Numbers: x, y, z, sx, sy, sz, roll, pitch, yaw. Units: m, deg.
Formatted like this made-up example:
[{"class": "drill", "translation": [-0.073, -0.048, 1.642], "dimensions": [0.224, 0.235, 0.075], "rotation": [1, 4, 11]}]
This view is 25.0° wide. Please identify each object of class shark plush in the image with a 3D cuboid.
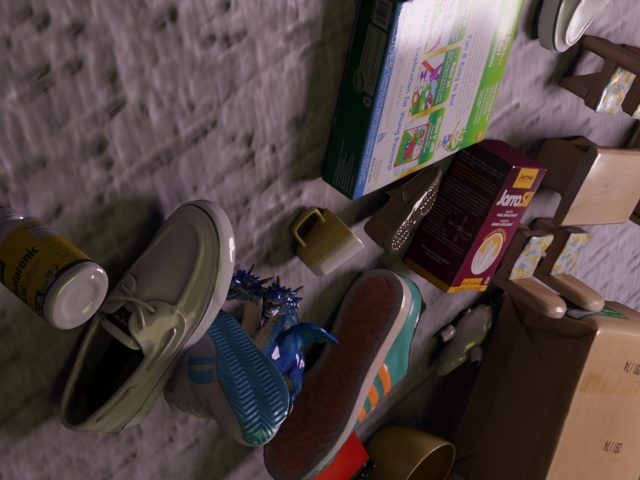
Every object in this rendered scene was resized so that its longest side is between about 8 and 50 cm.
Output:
[{"class": "shark plush", "translation": [0.214, 0.125, 2.108], "dimensions": [0.067, 0.073, 0.161], "rotation": [110, 6, -64]}]

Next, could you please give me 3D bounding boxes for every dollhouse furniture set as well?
[{"class": "dollhouse furniture set", "translation": [0.475, -0.060, 2.055], "dimensions": [0.394, 0.256, 0.362], "rotation": [-3, 122, -55]}]

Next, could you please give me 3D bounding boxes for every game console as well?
[{"class": "game console", "translation": [-0.003, 0.335, 2.016], "dimensions": [0.144, 0.085, 0.124], "rotation": [-41, 179, -23]}]

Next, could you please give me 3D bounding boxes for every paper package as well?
[{"class": "paper package", "translation": [0.381, 0.245, 2.197], "dimensions": [0.325, 0.168, 0.309], "rotation": [8, 102, -51]}]

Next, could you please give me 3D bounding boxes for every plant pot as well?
[{"class": "plant pot", "translation": [0.118, 0.323, 2.095], "dimensions": [0.134, 0.095, 0.134], "rotation": [-36, 145, -30]}]

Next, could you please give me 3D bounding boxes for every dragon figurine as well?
[{"class": "dragon figurine", "translation": [-0.040, 0.116, 1.656], "dimensions": [0.144, 0.085, 0.289], "rotation": [-56, 151, 3]}]

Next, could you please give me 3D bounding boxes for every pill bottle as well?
[{"class": "pill bottle", "translation": [-0.241, 0.020, 1.228], "dimensions": [0.065, 0.116, 0.065], "rotation": [-36, 145, -30]}]

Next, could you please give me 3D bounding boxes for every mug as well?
[{"class": "mug", "translation": [0.001, 0.001, 1.642], "dimensions": [0.064, 0.078, 0.062], "rotation": [-45, -177, 0]}]

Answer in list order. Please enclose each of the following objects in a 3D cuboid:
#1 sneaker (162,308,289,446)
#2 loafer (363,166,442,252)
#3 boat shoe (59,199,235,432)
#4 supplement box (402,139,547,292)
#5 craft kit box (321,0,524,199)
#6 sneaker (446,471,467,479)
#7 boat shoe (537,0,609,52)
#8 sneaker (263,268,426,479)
[{"class": "sneaker", "translation": [-0.103, 0.148, 1.462], "dimensions": [0.087, 0.228, 0.092], "rotation": [20, 107, -30]}, {"class": "loafer", "translation": [0.101, -0.046, 1.736], "dimensions": [0.148, 0.050, 0.056], "rotation": [-50, 158, -42]}, {"class": "boat shoe", "translation": [-0.177, 0.078, 1.416], "dimensions": [0.267, 0.096, 0.088], "rotation": [-56, 157, 20]}, {"class": "supplement box", "translation": [0.199, -0.032, 1.859], "dimensions": [0.104, 0.081, 0.188], "rotation": [0, 121, -55]}, {"class": "craft kit box", "translation": [0.121, -0.192, 1.606], "dimensions": [0.247, 0.061, 0.249], "rotation": [-22, 138, -40]}, {"class": "sneaker", "translation": [0.250, 0.397, 2.340], "dimensions": [0.321, 0.127, 0.126], "rotation": [7, 114, -60]}, {"class": "boat shoe", "translation": [0.353, -0.339, 1.759], "dimensions": [0.095, 0.084, 0.258], "rotation": [-4, 124, -55]}, {"class": "sneaker", "translation": [0.043, 0.183, 1.826], "dimensions": [0.302, 0.108, 0.121], "rotation": [-59, 147, 4]}]
